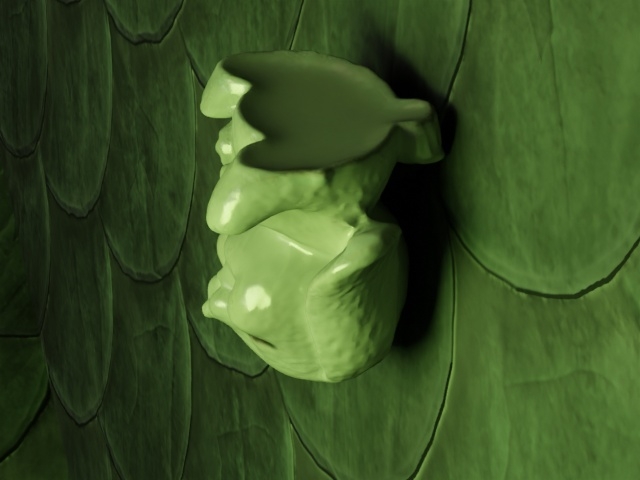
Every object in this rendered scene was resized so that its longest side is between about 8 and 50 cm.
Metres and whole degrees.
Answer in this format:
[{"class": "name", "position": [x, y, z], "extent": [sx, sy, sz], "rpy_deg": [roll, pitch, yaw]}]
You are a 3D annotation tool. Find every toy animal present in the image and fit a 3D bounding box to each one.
[{"class": "toy animal", "position": [0.000, 0.000, 1.530], "extent": [0.271, 0.206, 0.265], "rpy_deg": [-104, 10, -58]}]
